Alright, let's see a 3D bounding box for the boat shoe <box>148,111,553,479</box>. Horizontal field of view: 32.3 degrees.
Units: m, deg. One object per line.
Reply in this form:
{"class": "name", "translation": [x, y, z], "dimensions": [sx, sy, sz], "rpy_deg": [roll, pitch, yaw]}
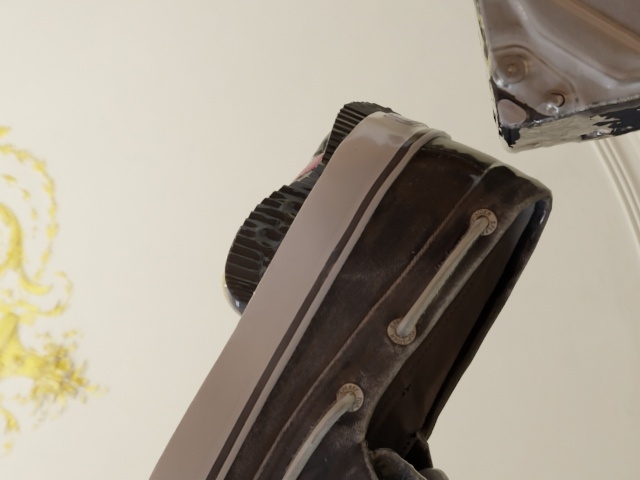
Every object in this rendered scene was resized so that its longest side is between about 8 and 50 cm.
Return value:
{"class": "boat shoe", "translation": [0.006, 0.096, 0.477], "dimensions": [0.102, 0.108, 0.301], "rpy_deg": [26, -94, 26]}

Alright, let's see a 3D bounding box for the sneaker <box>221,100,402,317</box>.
{"class": "sneaker", "translation": [0.000, 0.000, 1.008], "dimensions": [0.112, 0.131, 0.319], "rpy_deg": [30, -139, 8]}

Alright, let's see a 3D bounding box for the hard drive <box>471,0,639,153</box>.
{"class": "hard drive", "translation": [0.216, -0.183, 0.434], "dimensions": [0.339, 0.064, 0.236], "rpy_deg": [-10, -99, 9]}
